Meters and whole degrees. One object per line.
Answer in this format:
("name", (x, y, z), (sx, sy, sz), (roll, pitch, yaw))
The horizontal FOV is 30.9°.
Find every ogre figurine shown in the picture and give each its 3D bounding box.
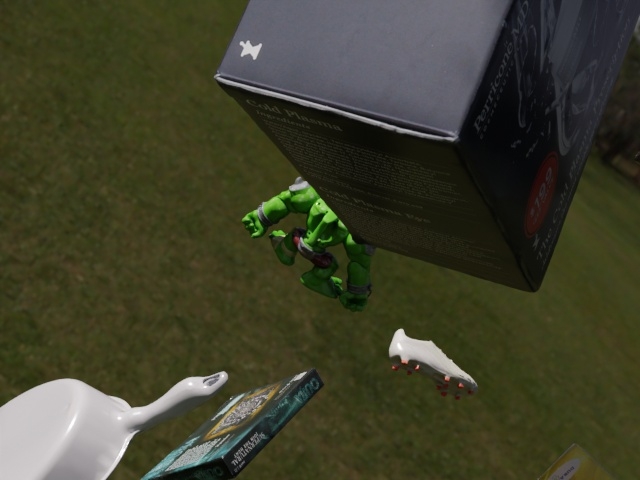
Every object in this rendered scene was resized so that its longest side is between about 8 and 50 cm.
("ogre figurine", (0.000, 0.000, 1.541), (0.096, 0.118, 0.197), (-14, 58, -48))

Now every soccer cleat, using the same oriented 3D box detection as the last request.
("soccer cleat", (0.207, 0.222, 2.073), (0.196, 0.068, 0.076), (28, 51, -25))

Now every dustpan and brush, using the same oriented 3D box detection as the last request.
("dustpan and brush", (-0.161, 0.137, 0.815), (0.060, 0.211, 0.147), (46, 18, -27))

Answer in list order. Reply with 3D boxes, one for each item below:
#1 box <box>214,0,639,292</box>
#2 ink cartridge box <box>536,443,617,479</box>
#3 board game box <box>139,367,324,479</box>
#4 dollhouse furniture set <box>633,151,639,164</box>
("box", (0.116, -0.179, 0.872), (0.178, 0.343, 0.312), (17, -12, 25))
("ink cartridge box", (0.213, 0.371, 1.051), (0.072, 0.303, 0.307), (46, -1, -22))
("board game box", (-0.090, 0.199, 1.200), (0.186, 0.126, 0.026), (-38, 102, -53))
("dollhouse furniture set", (0.382, -0.027, 0.932), (0.262, 0.135, 0.259), (42, 2, -15))
